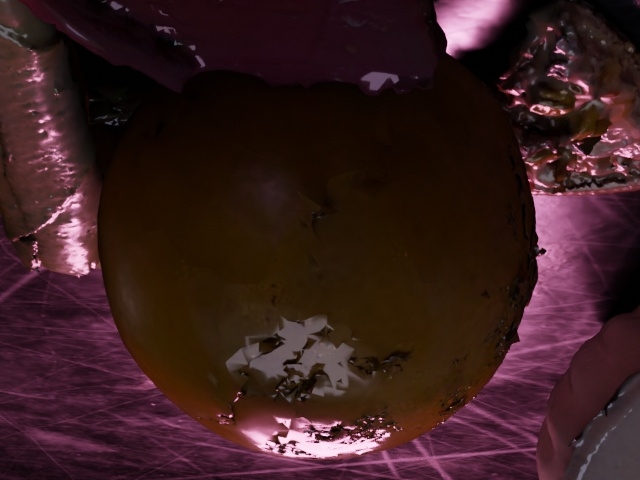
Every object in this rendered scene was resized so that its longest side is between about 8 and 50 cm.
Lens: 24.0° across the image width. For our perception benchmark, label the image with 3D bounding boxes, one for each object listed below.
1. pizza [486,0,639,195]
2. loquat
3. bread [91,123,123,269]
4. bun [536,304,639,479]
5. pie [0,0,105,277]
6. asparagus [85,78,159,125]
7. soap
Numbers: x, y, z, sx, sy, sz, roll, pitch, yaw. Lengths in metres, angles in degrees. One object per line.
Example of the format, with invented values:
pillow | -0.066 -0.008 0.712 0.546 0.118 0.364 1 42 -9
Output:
pizza | 0.139 -0.070 0.839 0.185 0.052 0.195 -3 155 10
loquat | 0.000 0.000 0.777 0.235 0.235 0.235 4 157 2
bread | -0.086 -0.023 0.951 0.225 0.081 0.134 6 162 -8
bun | 0.272 0.132 1.152 0.263 0.175 0.263 -7 121 -12
pie | -0.155 -0.088 0.748 0.068 0.129 0.282 -26 151 -14
asparagus | -0.101 -0.082 0.882 0.165 0.030 0.036 0 180 6
soap | -0.051 -0.168 0.581 0.182 0.112 0.289 -3 154 11
